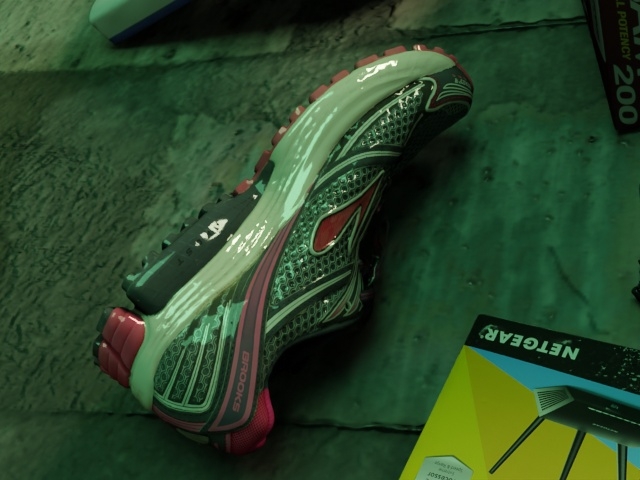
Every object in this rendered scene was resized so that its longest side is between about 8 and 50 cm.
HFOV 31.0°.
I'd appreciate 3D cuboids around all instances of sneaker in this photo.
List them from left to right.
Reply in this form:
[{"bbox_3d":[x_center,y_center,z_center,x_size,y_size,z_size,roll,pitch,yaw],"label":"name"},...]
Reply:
[{"bbox_3d":[0.000,0.000,0.707,0.112,0.121,0.299,38,68,10],"label":"sneaker"}]

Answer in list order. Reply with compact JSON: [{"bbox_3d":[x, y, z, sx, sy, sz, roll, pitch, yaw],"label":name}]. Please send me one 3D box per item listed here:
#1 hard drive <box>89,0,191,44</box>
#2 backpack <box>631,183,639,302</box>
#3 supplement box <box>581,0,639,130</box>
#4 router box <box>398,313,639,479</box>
[{"bbox_3d":[-0.043,-0.290,0.924,0.318,0.040,0.210,-17,41,43],"label":"hard drive"},{"bbox_3d":[0.214,0.007,0.594,0.084,0.114,0.105,-28,45,-2],"label":"backpack"},{"bbox_3d":[0.204,-0.204,0.772,0.073,0.130,0.239,-12,47,11],"label":"supplement box"},{"bbox_3d":[0.139,0.117,0.575,0.179,0.046,0.133,11,56,30],"label":"router box"}]
